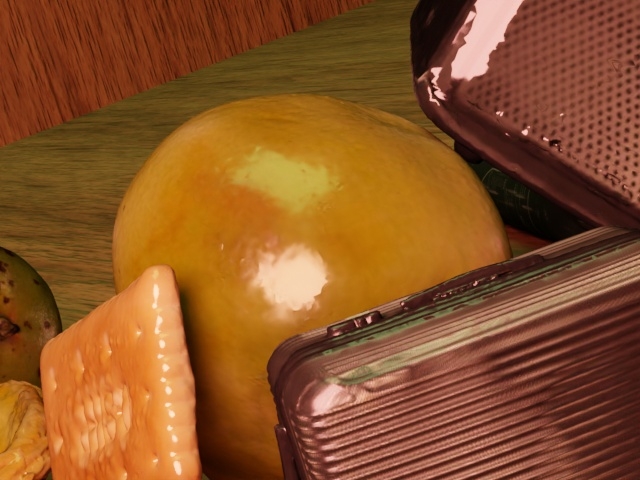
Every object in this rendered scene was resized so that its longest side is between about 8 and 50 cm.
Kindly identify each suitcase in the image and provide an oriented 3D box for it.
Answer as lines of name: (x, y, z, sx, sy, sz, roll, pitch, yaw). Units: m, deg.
suitcase: (0.130, 0.114, 0.906, 0.312, 0.202, 0.128, -18, 15, -9)

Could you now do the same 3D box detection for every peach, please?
peach: (-0.012, 0.037, 1.096, 0.314, 0.281, 0.316, -32, 56, 8)

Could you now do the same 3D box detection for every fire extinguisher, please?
fire extinguisher: (0.252, -0.048, 1.567, 0.095, 0.114, 0.311, -58, 20, -2)

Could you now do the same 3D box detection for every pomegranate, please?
pomegranate: (-0.382, 0.106, 1.484, 0.211, 0.211, 0.263, -30, 4, -41)

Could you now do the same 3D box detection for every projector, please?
projector: (0.293, -0.132, 1.223, 0.242, 0.405, 0.395, -58, 6, 15)

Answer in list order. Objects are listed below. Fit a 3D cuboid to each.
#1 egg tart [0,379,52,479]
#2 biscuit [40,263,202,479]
egg tart: (-0.331, 0.213, 1.190, 0.294, 0.123, 0.294, -11, 15, 3)
biscuit: (-0.149, 0.121, 1.025, 0.030, 0.160, 0.249, -1, -14, -29)
